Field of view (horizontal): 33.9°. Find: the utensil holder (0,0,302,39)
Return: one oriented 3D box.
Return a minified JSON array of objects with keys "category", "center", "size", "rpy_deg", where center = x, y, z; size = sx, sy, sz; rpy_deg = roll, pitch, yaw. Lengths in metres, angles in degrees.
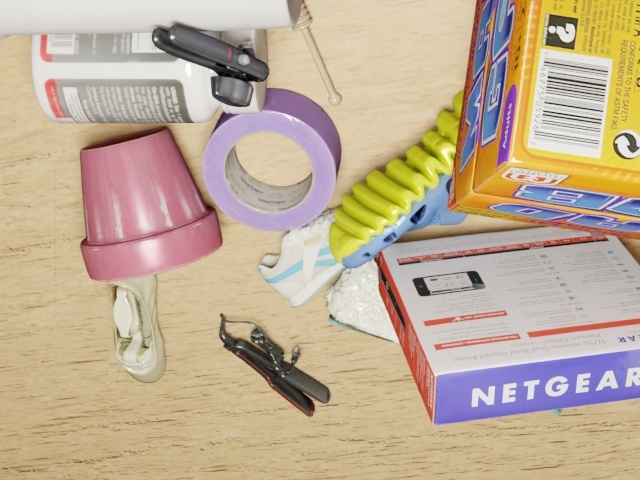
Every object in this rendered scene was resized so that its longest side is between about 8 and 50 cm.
[{"category":"utensil holder","center":[-0.219,-0.393,1.192],"size":[0.385,0.327,0.328],"rpy_deg":[0,121,4]}]

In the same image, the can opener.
[{"category":"can opener","center":[-0.121,-0.211,1.216],"size":[0.059,0.073,0.186],"rpy_deg":[-10,164,26]}]

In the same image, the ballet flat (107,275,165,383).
[{"category":"ballet flat","center":[-0.297,0.146,1.665],"size":[0.086,0.086,0.248],"rpy_deg":[2,122,7]}]

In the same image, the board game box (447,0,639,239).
[{"category":"board game box","center":[0.355,-0.197,1.104],"size":[0.356,0.356,0.356],"rpy_deg":[9,84,-1]}]

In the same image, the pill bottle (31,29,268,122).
[{"category":"pill bottle","center":[-0.217,-0.233,1.374],"size":[0.283,0.161,0.161],"rpy_deg":[1,121,5]}]

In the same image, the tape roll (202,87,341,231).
[{"category":"tape roll","center":[-0.067,-0.112,1.477],"size":[0.189,0.080,0.189],"rpy_deg":[4,122,6]}]

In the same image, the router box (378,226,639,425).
[{"category":"router box","center":[0.269,0.096,1.381],"size":[0.335,0.301,0.082],"rpy_deg":[-6,121,-7]}]

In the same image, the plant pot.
[{"category":"plant pot","center":[-0.254,-0.057,1.482],"size":[0.201,0.201,0.180],"rpy_deg":[-10,104,14]}]

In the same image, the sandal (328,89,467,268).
[{"category":"sandal","center":[0.152,-0.063,1.422],"size":[0.317,0.126,0.138],"rpy_deg":[-38,123,6]}]

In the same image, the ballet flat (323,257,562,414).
[{"category":"ballet flat","center":[0.208,0.130,1.563],"size":[0.409,0.147,0.147],"rpy_deg":[23,121,-6]}]

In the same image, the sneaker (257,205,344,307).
[{"category":"sneaker","center":[0.000,0.000,1.534],"size":[0.092,0.087,0.229],"rpy_deg":[39,116,-9]}]

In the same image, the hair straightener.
[{"category":"hair straightener","center":[-0.069,0.187,1.687],"size":[0.230,0.047,0.089],"rpy_deg":[43,117,-12]}]

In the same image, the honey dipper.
[{"category":"honey dipper","center":[-0.006,-0.252,1.416],"size":[0.030,0.030,0.161],"rpy_deg":[-17,121,17]}]
